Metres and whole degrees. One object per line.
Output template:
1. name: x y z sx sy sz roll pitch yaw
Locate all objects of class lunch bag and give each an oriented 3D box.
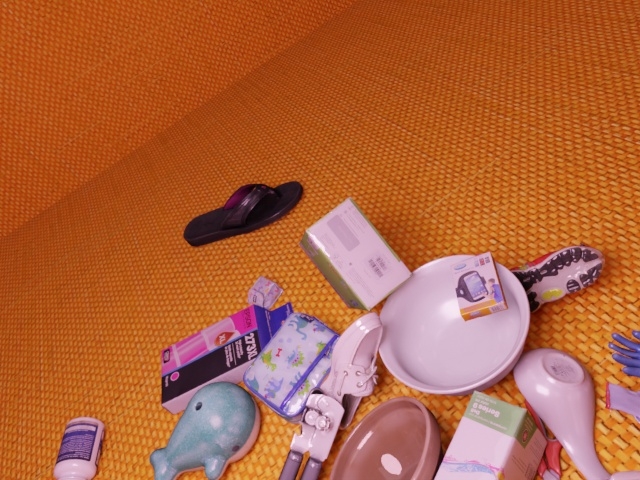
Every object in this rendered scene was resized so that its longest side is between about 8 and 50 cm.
1. lunch bag: -0.157 0.148 1.374 0.071 0.053 0.083 22 72 46
2. lunch bag: -0.046 0.281 1.120 0.176 0.090 0.219 31 68 30

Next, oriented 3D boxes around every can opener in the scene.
1. can opener: -0.032 0.424 0.946 0.074 0.093 0.280 21 77 4

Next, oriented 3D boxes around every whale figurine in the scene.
1. whale figurine: -0.267 0.420 1.088 0.272 0.141 0.216 -34 40 -3

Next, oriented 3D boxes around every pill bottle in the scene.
1. pill bottle: -0.587 0.527 1.214 0.094 0.094 0.169 -23 40 10

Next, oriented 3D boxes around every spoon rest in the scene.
1. spoon rest: 0.421 0.289 0.837 0.138 0.084 0.276 -1 34 -5

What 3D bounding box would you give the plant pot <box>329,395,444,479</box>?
1. plant pot: 0.131 0.397 0.852 0.237 0.110 0.237 -46 13 13

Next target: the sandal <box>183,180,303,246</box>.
1. sandal: -0.272 -0.100 1.659 0.446 0.107 0.167 -20 41 12

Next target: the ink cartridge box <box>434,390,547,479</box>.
1. ink cartridge box: 0.259 0.370 0.783 0.093 0.154 0.212 11 61 43

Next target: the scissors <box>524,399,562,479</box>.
1. scissors: 0.383 0.384 0.810 0.109 0.021 0.297 -21 39 9

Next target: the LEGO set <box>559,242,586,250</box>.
1. LEGO set: 0.544 0.039 1.074 0.083 0.023 0.054 -17 42 -3

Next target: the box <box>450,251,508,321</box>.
1. box: 0.293 0.079 0.939 0.081 0.028 0.136 -22 44 23

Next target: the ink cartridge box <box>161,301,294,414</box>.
1. ink cartridge box: -0.232 0.282 1.276 0.371 0.069 0.175 -26 40 3

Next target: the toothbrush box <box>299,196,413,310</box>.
1. toothbrush box: 0.064 0.040 1.124 0.122 0.206 0.283 -38 -2 -9

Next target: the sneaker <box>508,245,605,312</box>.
1. sneaker: 0.441 0.089 1.035 0.279 0.107 0.118 -25 -4 30

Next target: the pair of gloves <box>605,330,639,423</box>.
1. pair of gloves: 0.547 0.237 0.810 0.160 0.023 0.198 17 50 17

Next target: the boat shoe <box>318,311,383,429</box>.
1. boat shoe: 0.074 0.263 0.985 0.098 0.276 0.096 -10 41 -36

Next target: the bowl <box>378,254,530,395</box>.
1. bowl: 0.271 0.185 0.985 0.298 0.134 0.297 -23 41 22
